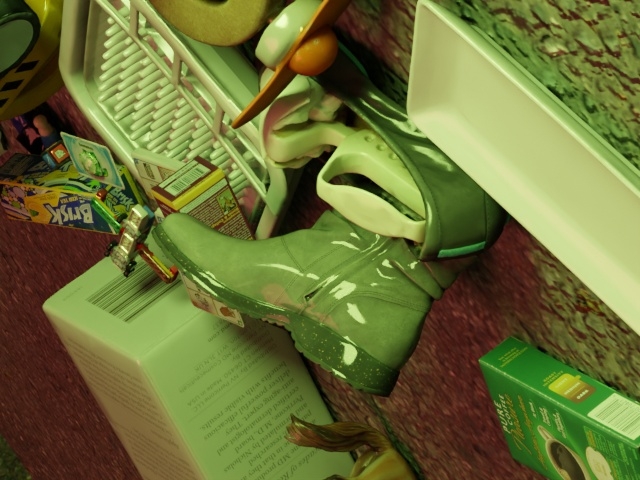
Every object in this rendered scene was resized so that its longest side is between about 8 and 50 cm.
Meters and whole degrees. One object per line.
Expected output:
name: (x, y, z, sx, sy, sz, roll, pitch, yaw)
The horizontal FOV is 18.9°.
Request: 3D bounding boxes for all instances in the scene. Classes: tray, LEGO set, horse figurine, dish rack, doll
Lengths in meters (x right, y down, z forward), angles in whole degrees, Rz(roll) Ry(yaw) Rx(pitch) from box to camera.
tray: (0.160, -0.044, 1.271, 0.270, 0.030, 0.145, 45, 158, 21)
LEGO set: (-0.163, -0.030, 1.811, 0.244, 0.060, 0.182, 19, 139, 44)
horse figurine: (0.044, 0.280, 1.912, 0.066, 0.174, 0.263, 28, 136, 56)
dish rack: (-0.116, -0.119, 1.688, 0.285, 0.072, 0.333, 49, 159, 9)
doll: (-0.320, -0.123, 2.161, 0.189, 0.046, 0.129, 53, 161, 1)

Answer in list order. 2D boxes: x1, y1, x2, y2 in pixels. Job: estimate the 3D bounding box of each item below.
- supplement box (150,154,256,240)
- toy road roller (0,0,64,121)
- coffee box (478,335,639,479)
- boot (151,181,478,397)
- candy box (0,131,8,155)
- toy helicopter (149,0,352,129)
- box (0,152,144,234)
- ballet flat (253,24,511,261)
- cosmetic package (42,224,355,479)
supplement box: (-0.099, -0.021, 1.636, 0.043, 0.055, 0.083, 30, 151, 50)
toy road roller: (-0.379, -0.166, 1.869, 0.202, 0.329, 0.240, 47, -165, 19)
coffee box: (0.206, 0.152, 1.479, 0.184, 0.040, 0.113, 26, 146, 50)
boot: (0.000, 0.000, 1.506, 0.246, 0.161, 0.083, 31, -177, 22)
candy box: (-0.480, -0.196, 2.355, 0.165, 0.070, 0.196, 36, 154, 38)
toy helicopter: (-0.038, -0.204, 1.298, 0.355, 0.140, 0.235, -7, 116, 59)
box: (-0.278, -0.053, 2.102, 0.169, 0.054, 0.059, 9, 135, 36)
ballet flat: (0.019, -0.078, 1.424, 0.280, 0.096, 0.095, 39, 144, 32)
cosmetic package: (-0.093, 0.225, 2.073, 0.230, 0.161, 0.453, 23, 144, 54)
